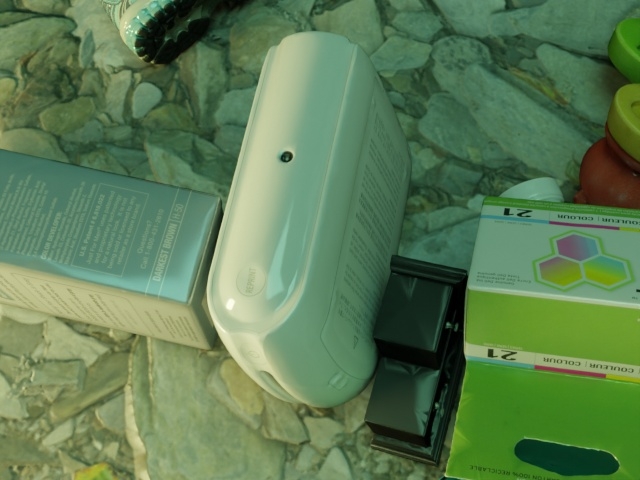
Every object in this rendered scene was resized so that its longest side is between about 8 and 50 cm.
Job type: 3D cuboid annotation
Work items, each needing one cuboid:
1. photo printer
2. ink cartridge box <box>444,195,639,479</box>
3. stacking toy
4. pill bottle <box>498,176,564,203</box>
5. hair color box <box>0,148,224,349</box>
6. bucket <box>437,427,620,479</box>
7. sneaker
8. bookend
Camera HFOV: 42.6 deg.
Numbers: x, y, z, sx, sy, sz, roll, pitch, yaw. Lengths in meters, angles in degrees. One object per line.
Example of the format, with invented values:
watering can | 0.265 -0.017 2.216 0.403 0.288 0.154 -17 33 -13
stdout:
photo printer | 0.000 0.000 0.788 0.107 0.256 0.307 4 69 21
ink cartridge box | 0.213 0.081 0.683 0.188 0.097 0.255 6 39 15
stacking toy | 0.426 -0.104 0.920 0.309 0.130 0.279 16 43 -7
pill bottle | 0.245 0.024 0.863 0.094 0.094 0.169 -14 71 -6
hair color box | -0.283 -0.001 0.815 0.374 0.185 0.114 12 70 3
bucket | 0.185 0.309 0.708 0.281 0.183 0.281 0 70 0
sneaker | -0.144 -0.344 0.990 0.283 0.110 0.122 -40 72 -14
bookend | 0.092 0.118 0.787 0.072 0.157 0.156 12 69 18
